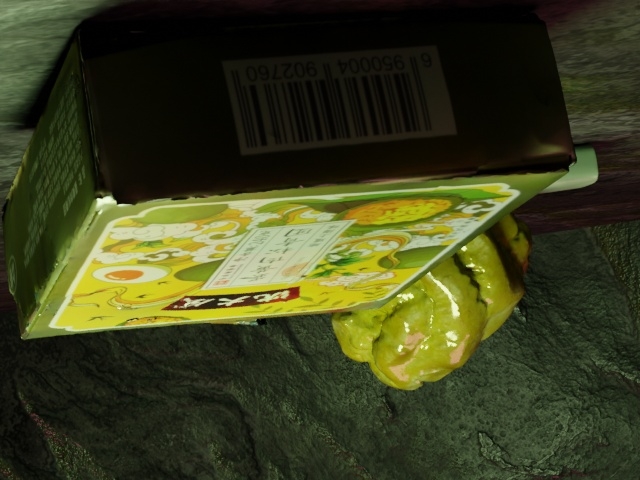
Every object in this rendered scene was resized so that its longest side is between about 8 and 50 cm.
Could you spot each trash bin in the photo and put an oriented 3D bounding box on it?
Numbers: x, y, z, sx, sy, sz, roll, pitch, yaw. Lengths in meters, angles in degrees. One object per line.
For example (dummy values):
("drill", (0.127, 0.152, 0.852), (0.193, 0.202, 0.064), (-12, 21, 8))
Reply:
("trash bin", (0.308, -0.095, 1.985), (0.130, 0.059, 0.116), (-8, 177, -10))

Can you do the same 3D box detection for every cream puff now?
("cream puff", (0.122, 0.030, 1.994), (0.291, 0.257, 0.324), (-49, -160, -14))

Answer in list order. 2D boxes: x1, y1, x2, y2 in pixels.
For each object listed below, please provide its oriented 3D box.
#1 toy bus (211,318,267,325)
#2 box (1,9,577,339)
("toy bus", (-0.134, 0.049, 2.340), (0.103, 0.182, 0.091), (0, 177, 10))
("box", (-0.051, -0.042, 1.185), (0.373, 0.138, 0.420), (-5, 164, -22))
